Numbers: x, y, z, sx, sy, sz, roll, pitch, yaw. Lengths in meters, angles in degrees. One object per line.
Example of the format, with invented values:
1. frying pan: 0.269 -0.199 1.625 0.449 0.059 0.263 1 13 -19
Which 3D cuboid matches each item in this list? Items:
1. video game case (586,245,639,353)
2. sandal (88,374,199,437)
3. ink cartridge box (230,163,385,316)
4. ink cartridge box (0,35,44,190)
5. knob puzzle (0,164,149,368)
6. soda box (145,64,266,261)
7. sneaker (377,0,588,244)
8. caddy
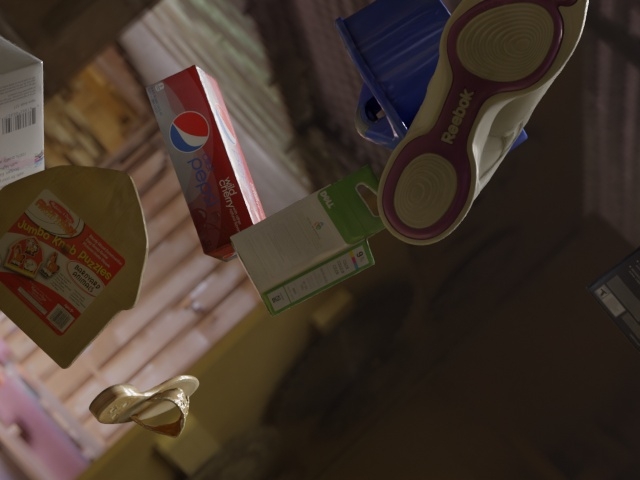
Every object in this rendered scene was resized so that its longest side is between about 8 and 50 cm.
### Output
1. video game case: 0.497 0.072 2.006 0.196 0.026 0.274 51 -43 5
2. sandal: -0.232 0.251 2.179 0.079 0.088 0.240 48 19 21
3. ink cartridge box: 0.000 0.000 1.991 0.109 0.209 0.062 59 -4 38
4. ink cartridge box: -0.464 -0.131 1.925 0.168 0.171 0.232 31 -51 35
5. knob puzzle: -0.260 0.007 1.598 0.213 0.213 0.030 45 1 13
6. soda box: -0.155 -0.107 2.149 0.263 0.083 0.092 69 11 13
7. sneaker: 0.151 -0.143 1.475 0.114 0.305 0.152 33 12 3
8. caddy: 0.122 -0.190 1.963 0.241 0.179 0.341 55 7 -22
